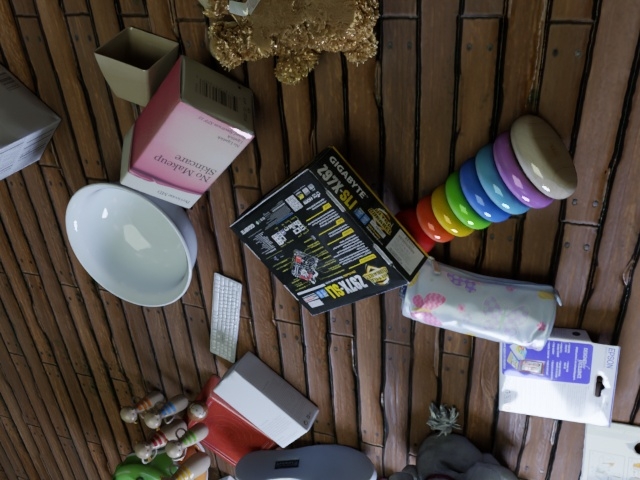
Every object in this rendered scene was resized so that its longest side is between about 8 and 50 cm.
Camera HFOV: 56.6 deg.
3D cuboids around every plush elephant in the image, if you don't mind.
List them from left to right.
[{"bbox_3d":[0.276,0.553,1.269,0.272,0.255,0.329,-10,116,28],"label":"plush elephant"}]

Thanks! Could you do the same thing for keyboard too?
[{"bbox_3d":[-0.226,0.187,1.407,0.072,0.014,0.256,18,125,12],"label":"keyboard"}]

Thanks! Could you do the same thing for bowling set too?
[{"bbox_3d":[-0.391,0.482,1.531,0.287,0.154,0.199,45,128,17],"label":"bowling set"}]

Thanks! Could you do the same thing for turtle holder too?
[{"bbox_3d":[-0.456,0.683,1.686,0.243,0.227,0.320,37,128,-3],"label":"turtle holder"}]

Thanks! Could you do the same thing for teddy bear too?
[{"bbox_3d":[-0.058,-0.366,0.944,0.338,0.113,0.245,-11,108,37],"label":"teddy bear"}]

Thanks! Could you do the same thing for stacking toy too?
[{"bbox_3d":[0.240,-0.063,0.982,0.141,0.141,0.330,48,130,-10],"label":"stacking toy"}]

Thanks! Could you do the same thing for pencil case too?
[{"bbox_3d":[0.285,0.110,1.079,0.273,0.113,0.124,14,97,15],"label":"pencil case"}]

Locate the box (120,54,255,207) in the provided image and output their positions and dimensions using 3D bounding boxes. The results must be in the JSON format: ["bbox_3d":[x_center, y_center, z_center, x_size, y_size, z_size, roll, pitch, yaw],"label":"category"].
[{"bbox_3d":[-0.242,-0.188,1.073,0.149,0.126,0.232,21,135,-33],"label":"box"}]

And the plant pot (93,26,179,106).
[{"bbox_3d":[-0.331,-0.311,1.088,0.109,0.109,0.096,22,138,9],"label":"plant pot"}]

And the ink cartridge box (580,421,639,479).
[{"bbox_3d":[0.691,0.543,1.217,0.308,0.091,0.384,4,105,22],"label":"ink cartridge box"}]

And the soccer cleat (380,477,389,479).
[{"bbox_3d":[0.077,0.713,1.527,0.331,0.143,0.116,-29,106,34],"label":"soccer cleat"}]

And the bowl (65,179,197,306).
[{"bbox_3d":[-0.378,-0.015,1.270,0.298,0.134,0.297,10,123,16],"label":"bowl"}]

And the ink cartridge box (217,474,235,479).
[{"bbox_3d":[-0.252,0.792,1.770,0.104,0.060,0.180,-35,102,35],"label":"ink cartridge box"}]

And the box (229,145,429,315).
[{"bbox_3d":[0.000,0.000,1.094,0.257,0.079,0.322,46,146,-11],"label":"box"}]

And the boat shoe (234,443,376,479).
[{"bbox_3d":[-0.028,0.624,1.509,0.367,0.135,0.156,-8,122,15],"label":"boat shoe"}]

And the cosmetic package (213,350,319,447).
[{"bbox_3d":[-0.133,0.389,1.452,0.231,0.085,0.117,42,127,-4],"label":"cosmetic package"}]

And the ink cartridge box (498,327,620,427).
[{"bbox_3d":[0.451,0.258,1.141,0.208,0.045,0.206,4,121,22],"label":"ink cartridge box"}]

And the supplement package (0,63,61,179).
[{"bbox_3d":[-0.722,-0.261,1.218,0.262,0.204,0.145,44,126,-7],"label":"supplement package"}]

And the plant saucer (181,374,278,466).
[{"bbox_3d":[-0.239,0.510,1.597,0.258,0.047,0.259,35,127,-1],"label":"plant saucer"}]
